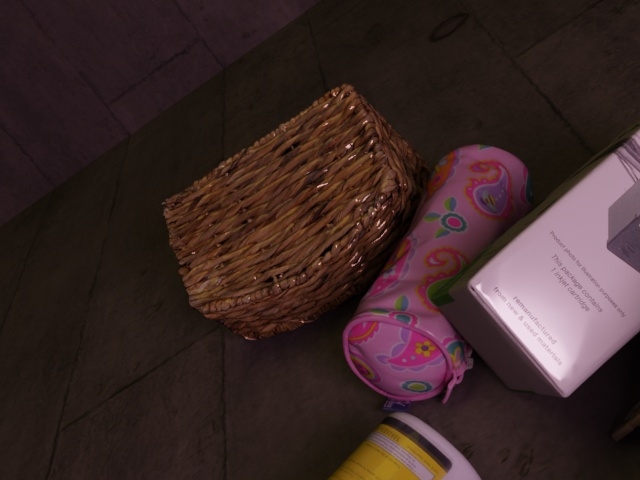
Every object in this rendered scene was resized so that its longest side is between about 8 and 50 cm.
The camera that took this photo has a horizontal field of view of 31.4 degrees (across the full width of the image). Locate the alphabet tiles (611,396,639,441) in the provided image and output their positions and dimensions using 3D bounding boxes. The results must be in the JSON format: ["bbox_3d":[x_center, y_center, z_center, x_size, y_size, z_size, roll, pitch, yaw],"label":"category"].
[{"bbox_3d":[0.306,0.031,0.818,0.237,0.009,0.198,-47,-12,-22],"label":"alphabet tiles"}]

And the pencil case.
[{"bbox_3d":[0.122,0.030,1.115,0.124,0.124,0.284,-17,30,40],"label":"pencil case"}]

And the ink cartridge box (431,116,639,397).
[{"bbox_3d":[0.237,-0.005,0.917,0.273,0.115,0.198,-40,-3,-6],"label":"ink cartridge box"}]

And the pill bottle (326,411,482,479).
[{"bbox_3d":[0.033,0.227,0.868,0.184,0.103,0.103,-44,23,-16],"label":"pill bottle"}]

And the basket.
[{"bbox_3d":[0.000,0.000,1.382,0.299,0.223,0.213,-32,56,13],"label":"basket"}]
